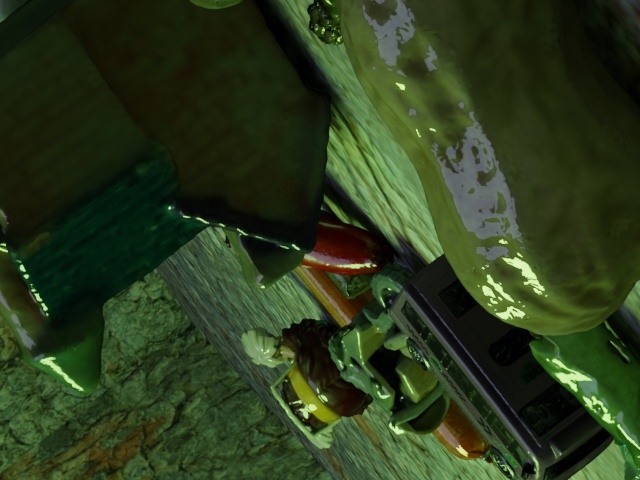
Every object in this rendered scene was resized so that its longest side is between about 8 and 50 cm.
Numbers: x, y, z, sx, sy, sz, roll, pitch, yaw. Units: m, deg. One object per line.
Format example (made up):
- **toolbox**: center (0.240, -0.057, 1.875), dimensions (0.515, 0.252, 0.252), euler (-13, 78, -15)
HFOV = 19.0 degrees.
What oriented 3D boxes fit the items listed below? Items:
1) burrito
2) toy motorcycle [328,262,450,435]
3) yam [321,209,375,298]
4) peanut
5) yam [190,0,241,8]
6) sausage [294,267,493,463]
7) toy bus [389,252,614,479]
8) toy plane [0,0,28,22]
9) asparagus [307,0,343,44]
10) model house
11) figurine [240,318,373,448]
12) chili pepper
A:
- **burrito**: center (0.218, 0.137, 1.224), dimensions (0.288, 0.054, 0.104), euler (51, 174, -5)
- **toy motorcycle**: center (0.078, 0.100, 1.692), dimensions (0.130, 0.094, 0.229), euler (49, 156, 9)
- **yam**: center (0.014, 0.011, 1.817), dimensions (0.094, 0.043, 0.043), euler (51, 172, 18)
- **peanut**: center (0.087, -0.061, 0.876), dimensions (0.123, 0.123, 0.256), euler (39, 161, 57)
- **yam**: center (-0.062, -0.197, 1.231), dimensions (0.078, 0.078, 0.179), euler (52, 172, 1)
- **sausage**: center (0.054, 0.084, 1.867), dimensions (0.348, 0.053, 0.053), euler (50, 171, 15)
- **toy bus**: center (0.131, 0.090, 1.361), dimensions (0.178, 0.087, 0.098), euler (52, 166, 12)
- **toy plane**: center (-0.257, -0.283, 1.682), dimensions (0.251, 0.101, 0.255), euler (77, -174, -55)
- **asparagus**: center (0.009, -0.151, 1.193), dimensions (0.036, 0.030, 0.165), euler (42, 171, 4)
- **model house**: center (-0.153, -0.059, 1.509), dimensions (0.280, 0.312, 0.245), euler (56, 168, -16)
- **figurine**: center (-0.003, 0.158, 2.280), dimensions (0.174, 0.116, 0.240), euler (55, 177, -7)
- **chili pepper**: center (0.003, 0.002, 1.724), dimensions (0.169, 0.088, 0.065), euler (17, 107, 44)
